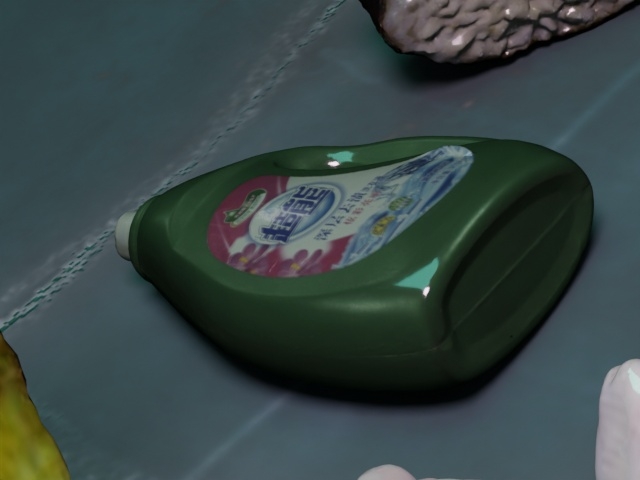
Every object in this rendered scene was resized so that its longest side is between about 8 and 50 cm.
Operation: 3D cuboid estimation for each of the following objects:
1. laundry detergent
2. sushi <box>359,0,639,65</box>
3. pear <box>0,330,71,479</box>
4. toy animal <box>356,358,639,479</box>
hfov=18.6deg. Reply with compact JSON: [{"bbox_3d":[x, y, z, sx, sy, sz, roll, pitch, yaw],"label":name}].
[{"bbox_3d":[0.000,0.000,0.799,0.211,0.063,0.137,6,41,44],"label":"laundry detergent"},{"bbox_3d":[0.088,-0.137,0.900,0.150,0.090,0.078,-25,36,0],"label":"sushi"},{"bbox_3d":[-0.217,0.118,0.533,0.318,0.342,0.238,-19,10,41],"label":"pear"},{"bbox_3d":[0.048,0.116,0.521,0.140,0.138,0.282,-30,33,-21],"label":"toy animal"}]
